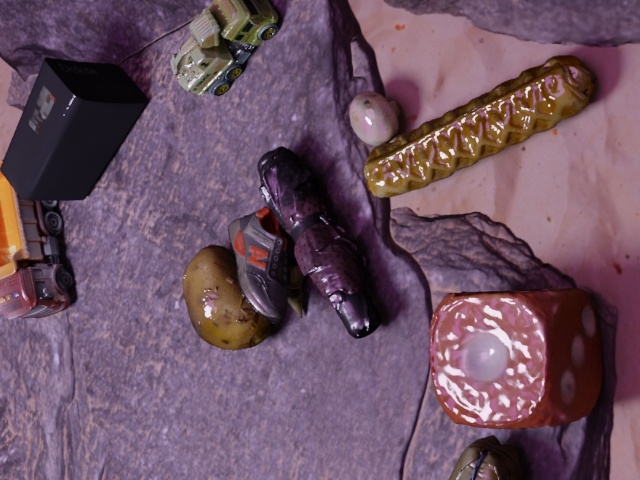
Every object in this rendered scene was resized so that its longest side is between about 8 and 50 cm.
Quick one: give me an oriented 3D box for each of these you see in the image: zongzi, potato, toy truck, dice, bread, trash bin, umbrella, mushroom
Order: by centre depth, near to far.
[{"bbox_3d":[0.254,0.148,1.707,0.175,0.179,0.174,-5,86,34],"label":"dice"},{"bbox_3d":[0.251,0.412,1.752,0.256,0.115,0.228,35,106,26],"label":"zongzi"},{"bbox_3d":[0.207,-0.149,1.803,0.367,0.084,0.077,-25,119,34],"label":"bread"},{"bbox_3d":[0.080,-0.176,1.910,0.083,0.067,0.083,53,156,37],"label":"mushroom"},{"bbox_3d":[0.000,0.000,1.960,0.094,0.090,0.326,-42,66,27],"label":"umbrella"},{"bbox_3d":[-0.055,0.073,2.043,0.076,0.040,0.083,13,115,44],"label":"zongzi"},{"bbox_3d":[-0.150,0.093,2.057,0.176,0.137,0.137,45,116,31],"label":"potato"},{"bbox_3d":[-0.164,-0.310,2.072,0.191,0.116,0.085,-46,65,30],"label":"toy truck"},{"bbox_3d":[-0.425,-0.184,2.252,0.115,0.165,0.225,49,120,27],"label":"trash bin"},{"bbox_3d":[-0.529,0.001,2.348,0.114,0.135,0.270,-21,77,36],"label":"toy truck"}]

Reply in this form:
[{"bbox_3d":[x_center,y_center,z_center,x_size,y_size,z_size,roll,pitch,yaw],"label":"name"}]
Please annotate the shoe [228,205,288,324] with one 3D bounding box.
[{"bbox_3d":[-0.080,0.031,1.987,0.077,0.074,0.194,-36,51,24],"label":"shoe"}]
